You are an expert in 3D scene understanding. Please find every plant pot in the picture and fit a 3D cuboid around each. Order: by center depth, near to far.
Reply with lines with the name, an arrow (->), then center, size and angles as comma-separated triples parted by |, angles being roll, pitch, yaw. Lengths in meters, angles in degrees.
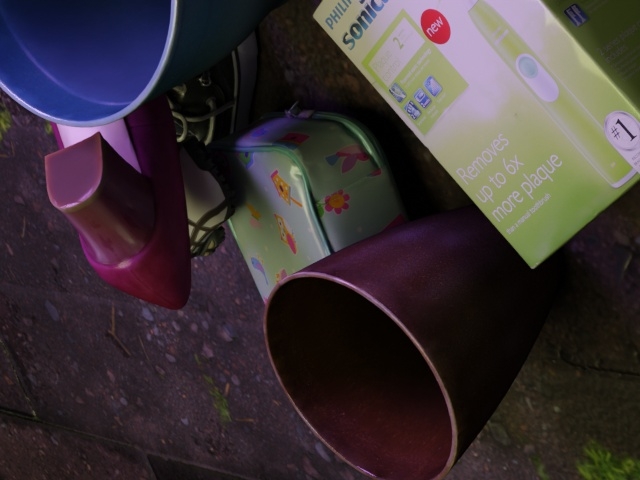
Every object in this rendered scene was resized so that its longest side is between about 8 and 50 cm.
plant pot -> -0.142, -0.261, 1.349 | 0.271, 0.255, 0.272 | 17, 118, 33
plant pot -> 0.106, 0.066, 1.389 | 0.215, 0.230, 0.215 | 30, 138, 31

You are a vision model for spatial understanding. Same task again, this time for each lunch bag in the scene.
lunch bag -> 0.000, 0.000, 1.551 | 0.224, 0.108, 0.279 | 11, 126, 60

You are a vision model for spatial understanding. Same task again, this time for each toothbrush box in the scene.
toothbrush box -> 0.159, -0.152, 1.238 | 0.283, 0.122, 0.206 | 51, 145, 6

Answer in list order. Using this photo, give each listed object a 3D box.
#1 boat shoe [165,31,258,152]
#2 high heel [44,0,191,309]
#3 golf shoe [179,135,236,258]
boat shoe -> -0.141, -0.148, 1.598 | 0.113, 0.105, 0.306 | 35, 141, 24
high heel -> -0.189, -0.112, 1.506 | 0.127, 0.377, 0.181 | -16, 138, 19
golf shoe -> -0.141, -0.026, 1.553 | 0.077, 0.094, 0.198 | 55, 158, 22
